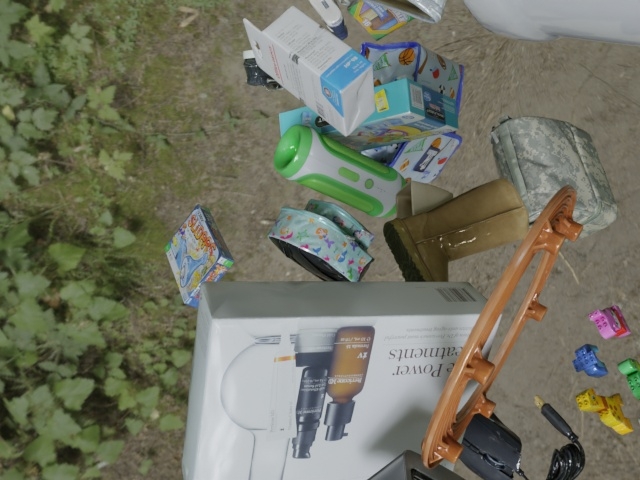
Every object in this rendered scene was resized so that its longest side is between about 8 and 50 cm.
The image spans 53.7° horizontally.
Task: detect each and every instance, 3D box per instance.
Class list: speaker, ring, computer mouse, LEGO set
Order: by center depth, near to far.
[{"bbox_3d":[0.206,0.100,0.683,0.032,0.337,0.336,28,116,24],"label":"ring"},{"bbox_3d":[0.414,0.205,0.910,0.093,0.227,0.087,16,137,-32],"label":"LEGO set"},{"bbox_3d":[0.267,0.290,0.954,0.262,0.060,0.184,51,128,45],"label":"computer mouse"},{"bbox_3d":[0.048,-0.149,1.405,0.297,0.131,0.131,21,120,-31],"label":"speaker"}]

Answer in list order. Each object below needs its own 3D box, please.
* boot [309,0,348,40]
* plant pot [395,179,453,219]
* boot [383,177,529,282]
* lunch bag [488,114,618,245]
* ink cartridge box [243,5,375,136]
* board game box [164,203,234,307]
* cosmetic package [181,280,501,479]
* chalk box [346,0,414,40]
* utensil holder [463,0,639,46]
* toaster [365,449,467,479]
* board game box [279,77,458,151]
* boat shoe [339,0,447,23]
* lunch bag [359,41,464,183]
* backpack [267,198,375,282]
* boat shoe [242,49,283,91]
[{"bbox_3d":[0.018,-0.646,1.773,0.069,0.086,0.190,-25,62,8],"label":"boot"},{"bbox_3d":[0.217,-0.056,1.300,0.096,0.109,0.109,1,78,-9],"label":"plant pot"},{"bbox_3d":[0.281,0.019,1.183,0.270,0.089,0.236,-18,78,-18],"label":"boot"},{"bbox_3d":[0.564,-0.157,1.599,0.213,0.256,0.305,-32,57,44],"label":"lunch bag"},{"bbox_3d":[-0.013,-0.231,0.831,0.060,0.104,0.180,-44,70,-11],"label":"ink cartridge box"},{"bbox_3d":[-0.264,0.030,1.359,0.035,0.201,0.136,28,108,-40],"label":"board game box"},{"bbox_3d":[0.023,0.198,0.828,0.377,0.097,0.284,1,116,-20],"label":"cosmetic package"},{"bbox_3d":[0.203,-0.672,1.726,0.132,0.132,0.213,39,151,-26],"label":"chalk box"},{"bbox_3d":[0.308,-0.249,0.334,0.386,0.328,0.327,24,117,36],"label":"utensil holder"},{"bbox_3d":[0.124,0.348,0.710,0.168,0.185,0.110,35,115,-15],"label":"toaster"},{"bbox_3d":[0.114,-0.277,1.479,0.336,0.254,0.079,-8,85,35],"label":"board game box"},{"bbox_3d":[0.112,-0.535,1.323,0.321,0.118,0.103,18,82,12],"label":"boat shoe"},{"bbox_3d":[0.266,-0.360,1.872,0.239,0.328,0.385,11,97,36],"label":"lunch bag"},{"bbox_3d":[0.000,0.000,1.635,0.225,0.254,0.191,17,81,53],"label":"backpack"},{"bbox_3d":[-0.134,-0.442,1.674,0.114,0.302,0.091,2,100,17],"label":"boat shoe"}]
